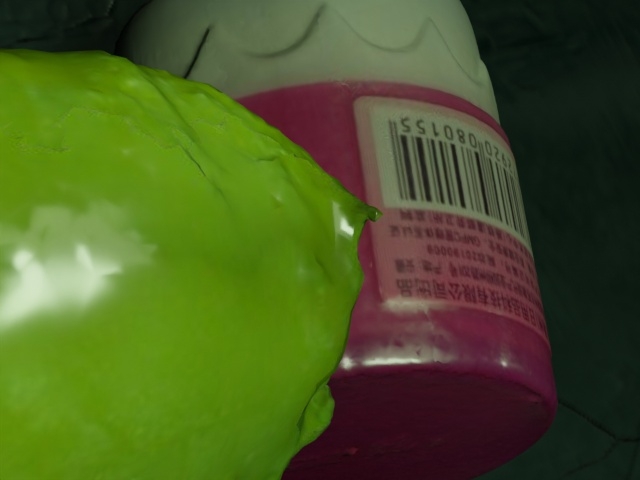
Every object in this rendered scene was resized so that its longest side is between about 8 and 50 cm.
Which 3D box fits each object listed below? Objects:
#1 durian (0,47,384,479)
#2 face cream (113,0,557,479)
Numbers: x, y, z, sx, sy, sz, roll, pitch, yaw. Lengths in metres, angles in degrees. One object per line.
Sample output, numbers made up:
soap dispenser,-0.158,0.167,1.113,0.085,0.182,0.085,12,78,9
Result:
durian,-0.151,0.046,0.569,0.256,0.339,0.204,35,23,-46
face cream,0.000,0.000,0.749,0.175,0.175,0.195,10,59,-32
